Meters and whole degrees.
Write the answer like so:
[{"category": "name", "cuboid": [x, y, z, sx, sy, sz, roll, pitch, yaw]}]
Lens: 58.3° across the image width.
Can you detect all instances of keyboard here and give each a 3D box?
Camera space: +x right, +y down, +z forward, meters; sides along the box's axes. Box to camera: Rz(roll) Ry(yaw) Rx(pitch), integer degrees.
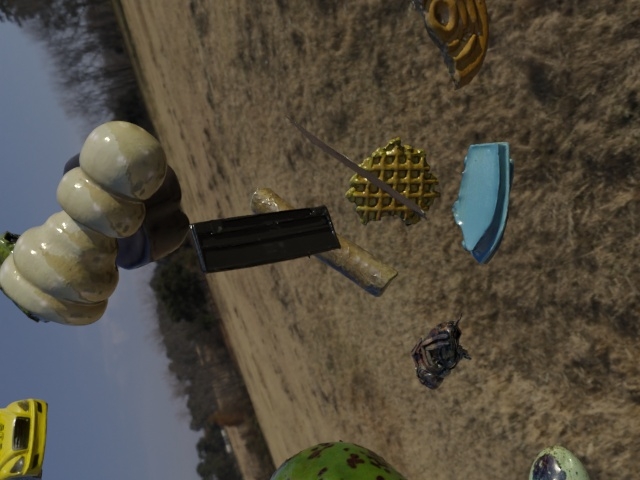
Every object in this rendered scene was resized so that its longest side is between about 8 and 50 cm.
[{"category": "keyboard", "cuboid": [-0.078, -0.003, 0.892, 0.017, 0.250, 0.087, -32, 72, 52]}]

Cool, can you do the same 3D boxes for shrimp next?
[{"category": "shrimp", "cuboid": [0.194, 0.179, 0.927, 0.073, 0.074, 0.190, 55, 144, 33]}]

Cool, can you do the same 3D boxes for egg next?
[{"category": "egg", "cuboid": [0.333, 0.342, 0.796, 0.085, 0.085, 0.110, 179, 85, -75]}]

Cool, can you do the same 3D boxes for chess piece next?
[{"category": "chess piece", "cuboid": [-0.338, -0.035, 0.860, 0.300, 0.167, 0.167, -56, 35, 13]}]

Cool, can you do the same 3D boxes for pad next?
[{"category": "pad", "cuboid": [0.046, -0.085, 0.683, 0.187, 0.006, 0.113, 36, -175, 16]}]

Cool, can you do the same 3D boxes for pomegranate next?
[{"category": "pomegranate", "cuboid": [0.041, 0.405, 0.777, 0.270, 0.254, 0.254, 39, -169, -41]}]

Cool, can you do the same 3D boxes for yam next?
[{"category": "yam", "cuboid": [0.000, 0.000, 1.217, 0.356, 0.081, 0.081, 34, 153, 16]}]

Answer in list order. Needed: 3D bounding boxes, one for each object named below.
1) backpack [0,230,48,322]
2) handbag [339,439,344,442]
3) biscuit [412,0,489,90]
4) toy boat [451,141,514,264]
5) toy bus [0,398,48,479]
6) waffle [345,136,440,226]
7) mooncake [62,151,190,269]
[{"category": "backpack", "cuboid": [-0.742, 0.086, 1.460, 0.253, 0.140, 0.207, 50, 158, 3]}, {"category": "handbag", "cuboid": [0.045, 0.482, 1.121, 0.113, 0.161, 0.260, -64, 1, -39]}, {"category": "biscuit", "cuboid": [0.209, -0.361, 0.898, 0.033, 0.144, 0.224, 2, 124, 58]}, {"category": "toy boat", "cuboid": [0.327, -0.071, 1.130, 0.109, 0.098, 0.238, 4, 82, 43]}, {"category": "toy bus", "cuboid": [-0.643, 0.400, 1.060, 0.152, 0.330, 0.144, 29, -140, -46]}, {"category": "waffle", "cuboid": [0.218, -0.150, 1.689, 0.051, 0.291, 0.291, -127, 22, -72]}, {"category": "mooncake", "cuboid": [-0.354, -0.066, 1.053, 0.244, 0.133, 0.245, 24, 128, 34]}]
